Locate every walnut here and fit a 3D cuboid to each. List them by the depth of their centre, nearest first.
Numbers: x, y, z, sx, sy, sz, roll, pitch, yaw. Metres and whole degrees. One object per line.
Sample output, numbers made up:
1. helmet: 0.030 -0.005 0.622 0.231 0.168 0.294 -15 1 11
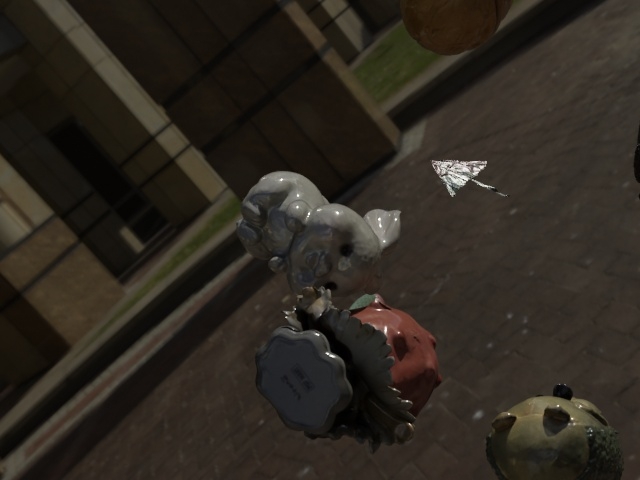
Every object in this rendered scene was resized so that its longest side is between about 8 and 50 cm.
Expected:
1. walnut: 0.206 -0.366 1.246 0.165 0.165 0.197 -45 -2 -22

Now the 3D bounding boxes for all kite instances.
1. kite: 0.261 -0.110 1.440 0.139 0.157 0.011 -39 -31 -40

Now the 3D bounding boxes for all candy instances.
1. candy: 0.109 0.171 1.973 0.103 0.043 0.103 -35 24 18

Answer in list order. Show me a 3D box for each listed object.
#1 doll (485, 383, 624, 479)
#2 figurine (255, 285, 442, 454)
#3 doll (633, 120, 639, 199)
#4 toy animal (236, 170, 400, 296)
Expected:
1. doll: 0.479 0.408 1.627 0.247 0.350 0.247 -19 59 35
2. figurine: 0.048 0.155 0.977 0.166 0.207 0.387 -45 -19 11
3. doll: 0.362 -0.118 0.820 0.139 0.165 0.057 -25 43 -30
4. toy animal: -0.001 -0.006 1.079 0.178 0.193 0.127 -22 -45 -61
